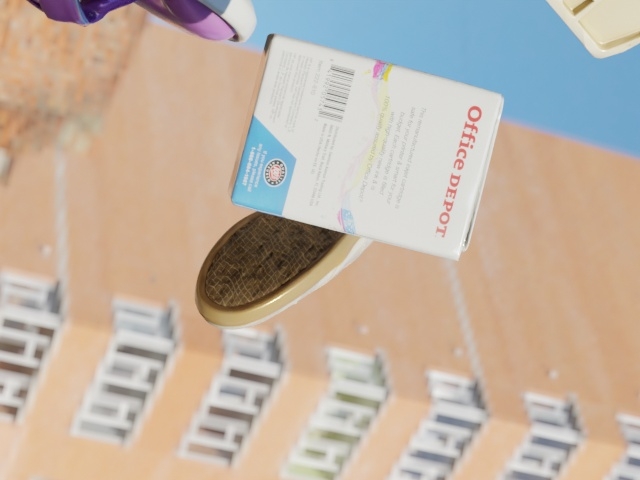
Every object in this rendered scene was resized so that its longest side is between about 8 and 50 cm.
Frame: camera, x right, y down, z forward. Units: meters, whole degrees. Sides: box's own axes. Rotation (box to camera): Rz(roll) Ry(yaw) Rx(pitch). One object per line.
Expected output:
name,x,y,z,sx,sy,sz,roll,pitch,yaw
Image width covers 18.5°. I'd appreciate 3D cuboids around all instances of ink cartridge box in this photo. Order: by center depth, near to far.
ink cartridge box,0.022,-0.048,1.001,0.052,0.122,0.089,-129,-126,-83

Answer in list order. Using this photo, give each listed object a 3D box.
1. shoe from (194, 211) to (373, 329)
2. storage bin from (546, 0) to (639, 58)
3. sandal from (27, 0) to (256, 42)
shoe,0.000,0.000,1.309,0.076,0.219,0.058,25,-41,31
storage bin,0.217,-0.339,1.747,0.123,0.260,0.262,-28,-134,20
sandal,-0.201,-0.193,1.130,0.169,0.416,0.102,33,-88,42
